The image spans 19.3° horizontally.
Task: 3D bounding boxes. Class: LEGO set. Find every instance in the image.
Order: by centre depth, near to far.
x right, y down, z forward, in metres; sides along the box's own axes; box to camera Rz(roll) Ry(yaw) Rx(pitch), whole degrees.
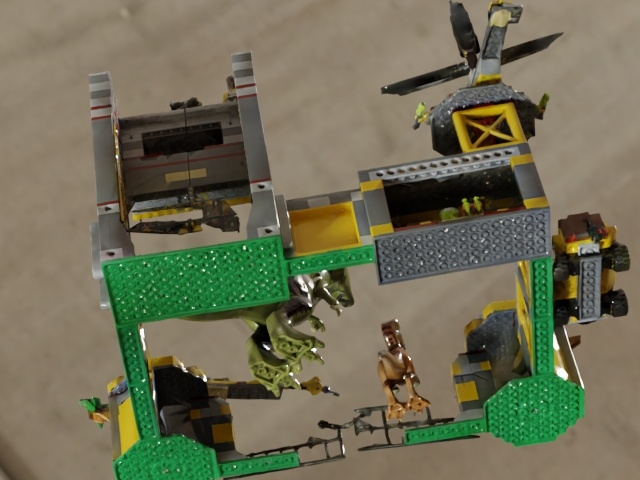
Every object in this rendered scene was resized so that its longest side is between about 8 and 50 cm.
[{"bbox_3d":[0.000,0.000,1.103,0.331,0.192,0.255,-15,-47,4],"label":"LEGO set"}]
